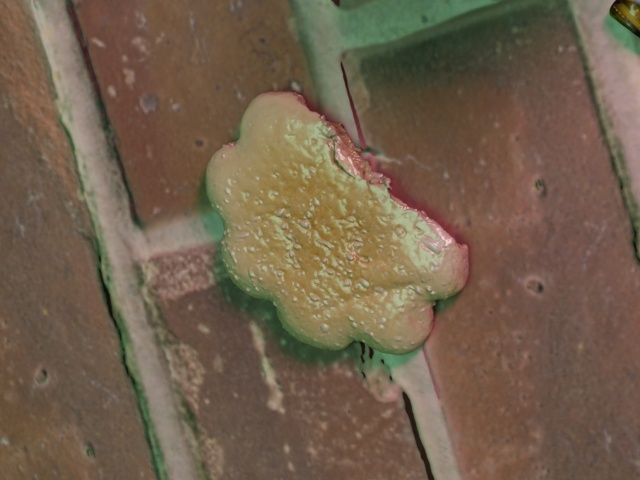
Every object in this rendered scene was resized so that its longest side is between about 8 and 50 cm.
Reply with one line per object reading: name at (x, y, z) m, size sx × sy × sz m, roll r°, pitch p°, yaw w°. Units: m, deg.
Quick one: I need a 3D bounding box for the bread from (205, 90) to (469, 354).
bread at (0.000, 0.000, 1.701) m, size 0.251 × 0.039 × 0.182 m, roll 43°, pitch 113°, yaw 10°

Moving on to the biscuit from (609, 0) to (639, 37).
biscuit at (0.329, -0.271, 1.511) m, size 0.048 × 0.026 × 0.292 m, roll 46°, pitch 114°, yaw 13°
